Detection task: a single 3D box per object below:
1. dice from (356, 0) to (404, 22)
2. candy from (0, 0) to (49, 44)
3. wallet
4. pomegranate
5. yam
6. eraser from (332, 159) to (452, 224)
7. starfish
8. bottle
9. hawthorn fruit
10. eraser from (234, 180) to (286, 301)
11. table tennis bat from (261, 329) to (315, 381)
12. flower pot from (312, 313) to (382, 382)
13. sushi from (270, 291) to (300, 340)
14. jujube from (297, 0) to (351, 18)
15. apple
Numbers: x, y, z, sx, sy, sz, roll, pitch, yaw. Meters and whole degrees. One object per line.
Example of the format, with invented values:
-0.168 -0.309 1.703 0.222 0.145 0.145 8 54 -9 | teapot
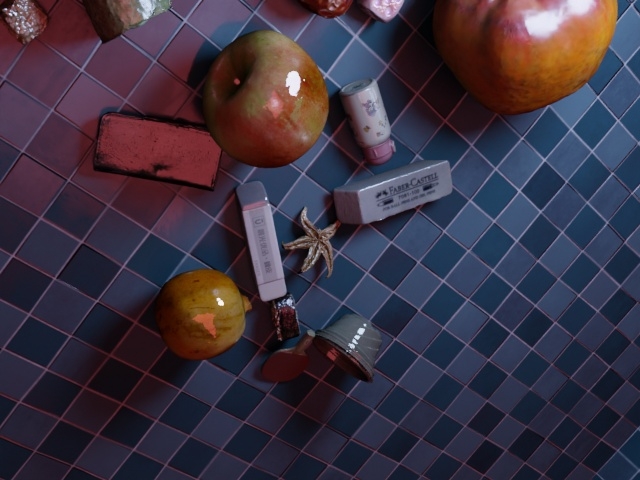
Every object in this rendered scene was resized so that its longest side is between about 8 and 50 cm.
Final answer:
0.155 -0.623 1.732 0.091 0.093 0.094 30 99 -27 | dice
-0.673 -0.504 1.510 0.095 0.085 0.110 -48 128 -2 | candy
-0.412 -0.232 1.733 0.317 0.045 0.173 7 112 -22 | wallet
-0.318 0.205 1.834 0.264 0.264 0.265 -7 114 -16 | pomegranate
-0.459 -0.609 1.479 0.195 0.195 0.300 -23 119 -8 | yam
0.213 -0.141 1.953 0.352 0.077 0.112 -19 117 -16 | eraser
-0.004 -0.001 1.966 0.238 0.057 0.213 -45 116 -16 | starfish
0.135 -0.318 1.845 0.109 0.110 0.233 -25 117 -7 | bottle
0.524 -0.555 1.721 0.471 0.472 0.472 -7 114 -16 | hawthorn fruit
-0.168 0.005 1.906 0.089 0.061 0.352 -16 116 -11 | eraser
-0.088 0.357 2.061 0.138 0.022 0.246 18 127 -28 | table tennis bat
0.098 0.316 2.059 0.140 0.235 0.235 -48 120 -20 | flower pot
-0.107 0.228 2.007 0.078 0.090 0.151 -11 117 -9 | sushi
0.026 -0.665 1.644 0.155 0.155 0.230 15 100 -24 | jujube
-0.127 -0.335 1.642 0.277 0.319 0.319 21 105 -46 | apple
